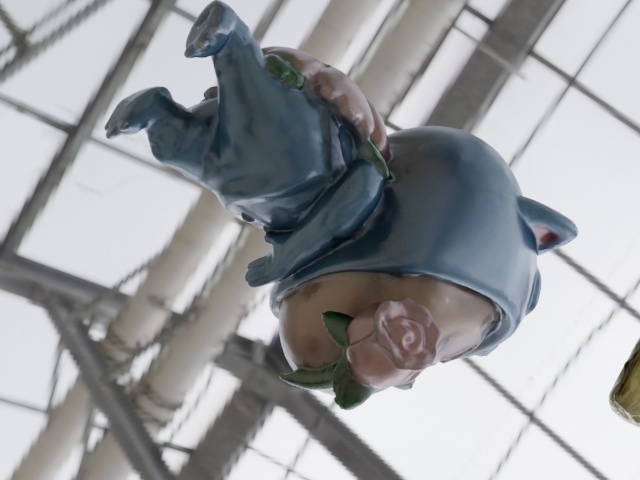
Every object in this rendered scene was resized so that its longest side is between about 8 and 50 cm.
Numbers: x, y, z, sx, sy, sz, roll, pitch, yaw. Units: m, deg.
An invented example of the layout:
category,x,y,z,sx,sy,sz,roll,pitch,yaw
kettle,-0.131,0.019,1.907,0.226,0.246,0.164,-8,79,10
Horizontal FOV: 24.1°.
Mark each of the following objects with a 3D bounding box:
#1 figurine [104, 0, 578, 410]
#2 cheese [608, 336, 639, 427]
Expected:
category,x,y,z,sx,sy,sz,roll,pitch,yaw
figurine,0.002,0.001,0.561,0.114,0.178,0.144,-31,-149,41
cheese,0.157,0.045,0.652,0.030,0.044,0.083,42,-82,24
